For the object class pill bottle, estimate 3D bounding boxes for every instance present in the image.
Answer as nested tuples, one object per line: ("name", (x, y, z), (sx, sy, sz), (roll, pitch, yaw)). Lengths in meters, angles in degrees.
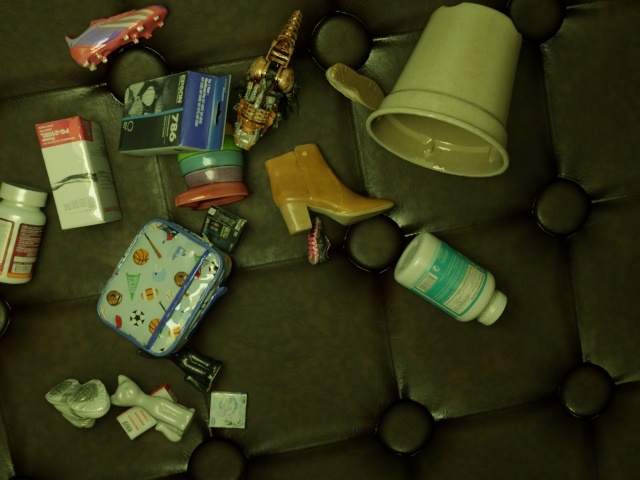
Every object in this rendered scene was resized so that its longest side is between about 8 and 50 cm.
("pill bottle", (-0.718, -0.019, 1.419), (0.121, 0.121, 0.221), (16, 93, -5))
("pill bottle", (0.326, 0.104, 1.496), (0.264, 0.146, 0.146), (33, 92, -7))

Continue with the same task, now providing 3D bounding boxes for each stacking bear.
("stacking bear", (-0.271, -0.230, 1.421), (0.164, 0.175, 0.289), (-12, 88, 4))

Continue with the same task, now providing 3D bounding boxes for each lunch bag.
("lunch bag", (-0.359, 0.107, 1.430), (0.243, 0.115, 0.303), (32, 89, 11))

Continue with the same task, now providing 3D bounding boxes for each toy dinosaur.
("toy dinosaur", (-0.107, -0.357, 1.385), (0.164, 0.218, 0.322), (44, 90, -6))

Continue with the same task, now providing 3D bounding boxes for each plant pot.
("plant pot", (0.311, -0.351, 1.391), (0.334, 0.334, 0.305), (21, 81, -6))

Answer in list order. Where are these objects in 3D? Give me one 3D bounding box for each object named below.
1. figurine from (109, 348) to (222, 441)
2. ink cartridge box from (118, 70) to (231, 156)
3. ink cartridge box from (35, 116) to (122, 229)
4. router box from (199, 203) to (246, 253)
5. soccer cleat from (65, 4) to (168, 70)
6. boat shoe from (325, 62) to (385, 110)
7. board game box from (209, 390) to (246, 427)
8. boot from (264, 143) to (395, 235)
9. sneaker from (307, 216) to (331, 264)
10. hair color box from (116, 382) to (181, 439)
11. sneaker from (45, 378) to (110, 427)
("figurine", (-0.381, 0.345, 1.468), (0.209, 0.092, 0.215), (27, 63, 1))
("ink cartridge box", (-0.332, -0.276, 1.336), (0.065, 0.333, 0.165), (9, 85, -48))
("ink cartridge box", (-0.550, -0.152, 1.394), (0.100, 0.172, 0.237), (-12, 96, -3))
("router box", (-0.237, -0.026, 1.455), (0.092, 0.122, 0.038), (25, 58, -5))
("soccer cleat", (-0.478, -0.497, 1.417), (0.248, 0.083, 0.095), (-32, 92, 2))
("boat shoe", (0.085, -0.375, 1.479), (0.170, 0.059, 0.063), (31, 85, -27))
("board game box", (-0.236, 0.432, 1.546), (0.090, 0.020, 0.090), (4, 95, -5))
("boot", (0.025, -0.141, 1.479), (0.295, 0.104, 0.211), (-12, 79, -18))
("sneaker", (0.000, 0.000, 1.519), (0.057, 0.047, 0.119), (-2, 96, -26))
("hair color box", (-0.430, 0.428, 1.520), (0.141, 0.043, 0.072), (-32, 96, -2))
("sneaker", (-0.559, 0.399, 1.450), (0.090, 0.232, 0.115), (-41, 116, -38))
